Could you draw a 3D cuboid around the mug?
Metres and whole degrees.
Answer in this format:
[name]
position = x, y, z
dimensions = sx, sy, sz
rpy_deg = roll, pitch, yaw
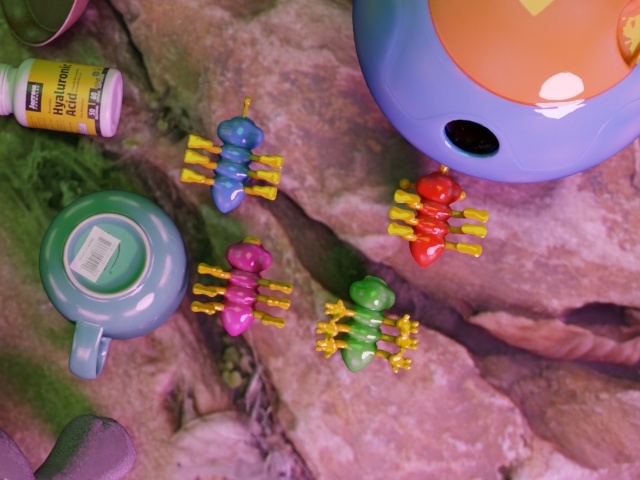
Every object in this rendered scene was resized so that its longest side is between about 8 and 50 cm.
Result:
[mug]
position = -0.180, 0.033, 1.020
dimensions = 0.130, 0.097, 0.157
rpy_deg = -17, 81, -5

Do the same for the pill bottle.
[pill bottle]
position = -0.246, -0.134, 1.062
dimensions = 0.116, 0.065, 0.065
rpy_deg = 7, 80, -1

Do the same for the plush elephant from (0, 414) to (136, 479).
[plush elephant]
position = -0.346, 0.235, 0.924
dimensions = 0.255, 0.272, 0.330
rpy_deg = -19, 42, 29

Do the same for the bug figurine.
[bug figurine]
position = 0.000, 0.000, 1.048
dimensions = 0.279, 0.072, 0.216
rpy_deg = 16, 86, -5

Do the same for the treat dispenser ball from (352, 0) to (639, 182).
[treat dispenser ball]
position = 0.171, -0.193, 0.977
dimensions = 0.288, 0.288, 0.288
rpy_deg = 0, 81, -3

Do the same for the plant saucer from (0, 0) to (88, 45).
[plant saucer]
position = -0.248, -0.262, 1.054
dimensions = 0.029, 0.168, 0.168
rpy_deg = -2, 78, -41
